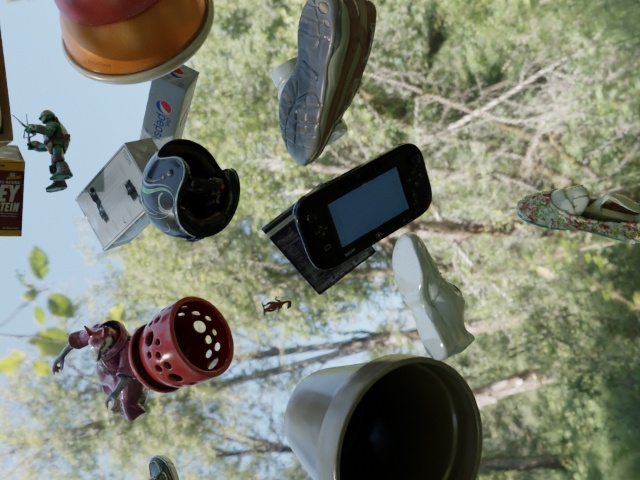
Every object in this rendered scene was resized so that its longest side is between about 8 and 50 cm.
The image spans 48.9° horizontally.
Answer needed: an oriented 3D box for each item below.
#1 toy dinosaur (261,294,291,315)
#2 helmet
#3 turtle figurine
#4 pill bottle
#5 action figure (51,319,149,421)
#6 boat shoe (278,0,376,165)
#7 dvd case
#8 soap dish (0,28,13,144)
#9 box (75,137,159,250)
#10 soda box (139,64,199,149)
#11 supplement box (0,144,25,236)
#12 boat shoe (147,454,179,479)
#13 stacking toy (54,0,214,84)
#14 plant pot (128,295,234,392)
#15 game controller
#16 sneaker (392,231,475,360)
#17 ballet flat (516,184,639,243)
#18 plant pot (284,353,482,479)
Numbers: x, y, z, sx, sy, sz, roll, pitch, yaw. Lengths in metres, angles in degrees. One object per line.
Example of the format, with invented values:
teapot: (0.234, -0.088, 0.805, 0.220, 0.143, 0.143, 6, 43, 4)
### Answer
toy dinosaur: (-0.117, 0.182, 1.920, 0.090, 0.082, 0.047, -132, 31, -77)
helmet: (-0.234, -0.088, 1.229, 0.162, 0.169, 0.169, 25, 152, 47)
turtle figurine: (-0.690, -0.248, 1.780, 0.175, 0.118, 0.234, 126, 124, -70)
pill bottle: (-0.030, -0.334, 1.715, 0.208, 0.119, 0.119, 63, -166, 6)
action figure: (-0.495, 0.295, 1.767, 0.275, 0.248, 0.370, -46, -22, -30)
boat shoe: (0.018, -0.255, 1.164, 0.123, 0.117, 0.324, 55, 146, 26)
dvd case: (0.000, 0.000, 1.537, 0.221, 0.165, 0.018, 50, -176, -32)
soap dish: (-0.719, -0.301, 1.343, 0.118, 0.229, 0.290, 130, 130, -67)
box: (-0.491, -0.114, 1.786, 0.087, 0.290, 0.169, -25, -98, -50)
soda box: (-0.417, -0.356, 1.925, 0.286, 0.098, 0.091, -60, 5, 50)
supplement box: (-0.816, -0.129, 1.753, 0.194, 0.129, 0.191, 36, 120, 57)
boat shoe: (-0.422, 0.650, 1.878, 0.070, 0.077, 0.219, 19, -167, -40)
stacking toy: (-0.432, -0.580, 1.397, 0.479, 0.351, 0.350, 75, -174, -59)
plant pot: (-0.317, 0.241, 1.585, 0.191, 0.174, 0.191, 34, -139, -36)
game controller: (0.093, -0.071, 1.430, 0.067, 0.319, 0.166, 13, 130, 63)
sneaker: (0.189, 0.082, 1.150, 0.080, 0.094, 0.212, -23, 85, 63)
ballet flat: (0.455, -0.055, 1.188, 0.077, 0.241, 0.091, 106, 170, -45)
plant pot: (0.084, 0.352, 1.287, 0.280, 0.323, 0.323, 1, 116, 58)
